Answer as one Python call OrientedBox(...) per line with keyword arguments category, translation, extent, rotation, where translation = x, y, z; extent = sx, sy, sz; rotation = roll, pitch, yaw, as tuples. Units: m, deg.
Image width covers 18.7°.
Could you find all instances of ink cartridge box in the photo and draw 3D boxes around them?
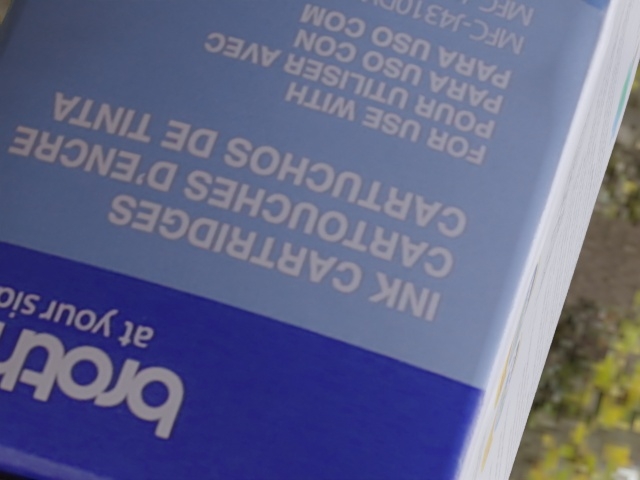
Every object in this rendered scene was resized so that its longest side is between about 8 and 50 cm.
OrientedBox(category="ink cartridge box", translation=(0.000, 0.000, 0.574), extent=(0.270, 0.151, 0.395), rotation=(87, 20, -64))
